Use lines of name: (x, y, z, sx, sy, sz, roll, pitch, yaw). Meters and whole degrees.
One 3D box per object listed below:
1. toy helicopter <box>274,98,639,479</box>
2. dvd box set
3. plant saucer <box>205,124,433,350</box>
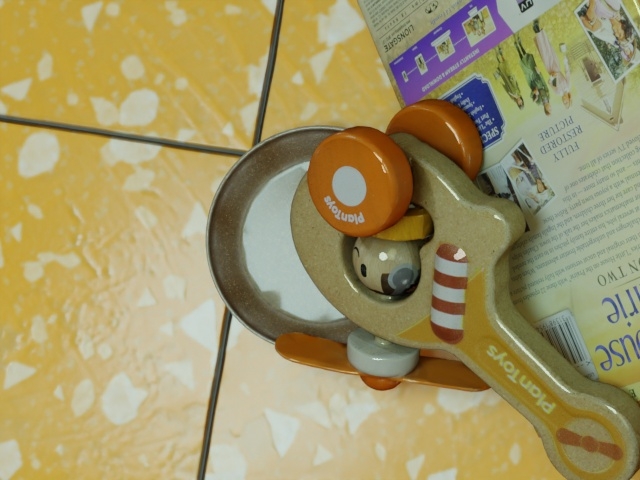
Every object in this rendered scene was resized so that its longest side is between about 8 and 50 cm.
toy helicopter: (0.108, 0.072, 1.256, 0.355, 0.140, 0.235, 44, 126, 16)
dvd box set: (0.198, -0.074, 1.238, 0.062, 0.307, 0.420, -18, 82, -32)
plant saucer: (0.000, 0.000, 1.373, 0.198, 0.036, 0.199, -1, 85, 7)
